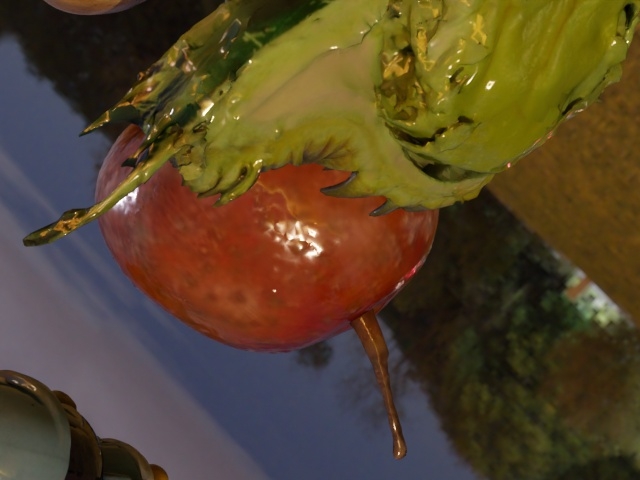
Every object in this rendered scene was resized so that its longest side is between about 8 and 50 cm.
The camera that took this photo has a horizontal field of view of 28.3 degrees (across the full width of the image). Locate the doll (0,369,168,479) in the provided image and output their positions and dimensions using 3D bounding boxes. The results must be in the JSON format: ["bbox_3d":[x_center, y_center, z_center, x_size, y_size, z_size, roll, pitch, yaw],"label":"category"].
[{"bbox_3d":[-0.255,0.188,1.080,0.177,0.141,0.314,-2,161,29],"label":"doll"}]

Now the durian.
[{"bbox_3d":[0.057,-0.081,0.509,0.107,0.375,0.132,53,150,6],"label":"durian"}]

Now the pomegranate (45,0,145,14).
[{"bbox_3d":[-0.161,-0.257,0.968,0.196,0.196,0.196,46,-179,-1],"label":"pomegranate"}]

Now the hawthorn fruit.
[{"bbox_3d":[-0.020,-0.035,0.904,0.262,0.235,0.231,18,-150,-17],"label":"hawthorn fruit"}]
